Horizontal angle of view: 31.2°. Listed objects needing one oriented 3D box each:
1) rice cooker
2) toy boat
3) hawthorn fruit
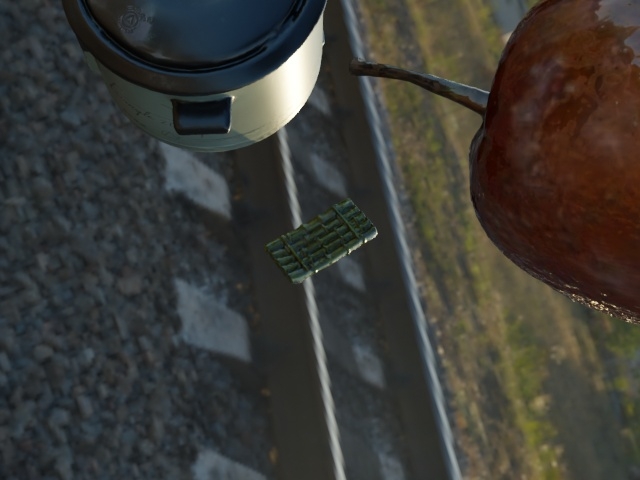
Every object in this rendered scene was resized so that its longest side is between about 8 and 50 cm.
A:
[{"bbox_3d":[-0.111,-0.219,1.076,0.227,0.241,0.281,92,-2,-72],"label":"rice cooker"},{"bbox_3d":[0.000,0.000,1.270,0.063,0.115,0.016,49,-18,33],"label":"toy boat"},{"bbox_3d":[0.198,-0.050,0.693,0.235,0.262,0.231,-142,-150,-77],"label":"hawthorn fruit"}]
